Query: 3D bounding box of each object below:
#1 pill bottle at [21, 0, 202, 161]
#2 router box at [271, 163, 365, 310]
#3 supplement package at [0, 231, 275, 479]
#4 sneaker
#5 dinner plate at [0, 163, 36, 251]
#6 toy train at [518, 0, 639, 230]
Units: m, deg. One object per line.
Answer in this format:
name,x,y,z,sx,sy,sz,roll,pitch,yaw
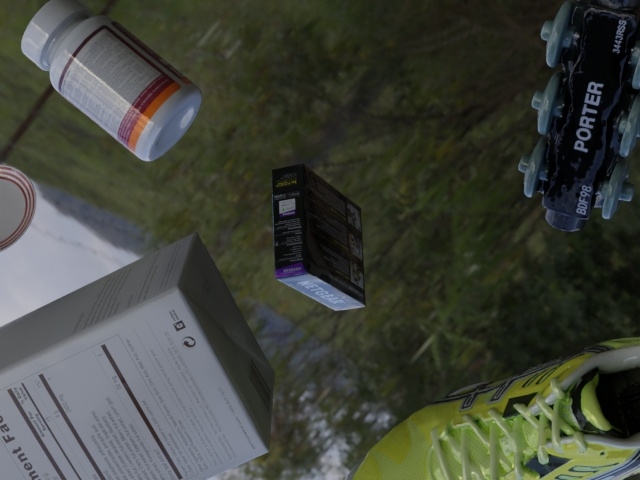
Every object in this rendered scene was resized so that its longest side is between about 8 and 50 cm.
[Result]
pill bottle,-0.272,-0.214,1.464,0.221,0.121,0.121,39,-178,7
router box,0.000,0.000,1.349,0.179,0.046,0.133,34,-130,-61
supplement package,-0.211,0.149,1.057,0.175,0.293,0.177,63,-173,-15
sneaker,0.186,0.163,0.983,0.147,0.384,0.145,55,-169,-64
dinner plate,-0.460,-0.040,1.569,0.141,0.141,0.017,41,171,22
toy train,0.332,-0.175,1.328,0.142,0.334,0.190,17,-142,18
